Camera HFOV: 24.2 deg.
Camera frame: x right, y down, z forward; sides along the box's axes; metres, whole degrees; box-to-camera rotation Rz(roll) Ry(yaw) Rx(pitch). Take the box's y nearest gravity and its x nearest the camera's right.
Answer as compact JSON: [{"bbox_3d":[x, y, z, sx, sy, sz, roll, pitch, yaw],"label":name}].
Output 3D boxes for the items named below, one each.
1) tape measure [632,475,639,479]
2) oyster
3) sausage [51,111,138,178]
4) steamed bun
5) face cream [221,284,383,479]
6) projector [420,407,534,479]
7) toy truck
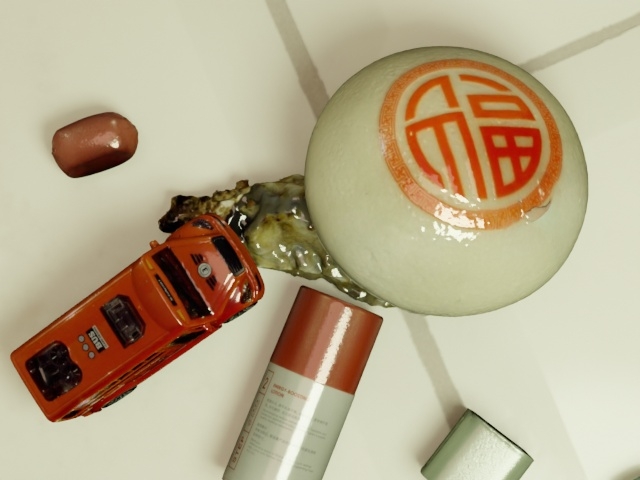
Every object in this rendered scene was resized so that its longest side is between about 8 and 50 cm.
[{"bbox_3d":[0.303,0.376,1.485,0.164,0.084,0.330,38,88,8],"label":"tape measure"},{"bbox_3d":[0.001,-0.003,1.546,0.345,0.078,0.128,8,95,2],"label":"oyster"},{"bbox_3d":[-0.238,-0.103,1.571,0.094,0.059,0.054,-19,67,6],"label":"sausage"},{"bbox_3d":[0.129,-0.069,1.447,0.283,0.177,0.283,4,67,-10],"label":"steamed bun"},{"bbox_3d":[-0.017,0.161,1.518,0.096,0.096,0.214,22,87,5],"label":"face cream"},{"bbox_3d":[0.158,0.227,1.507,0.083,0.083,0.082,38,90,5],"label":"projector"},{"bbox_3d":[-0.184,0.081,1.504,0.253,0.114,0.107,-35,83,20],"label":"toy truck"}]
